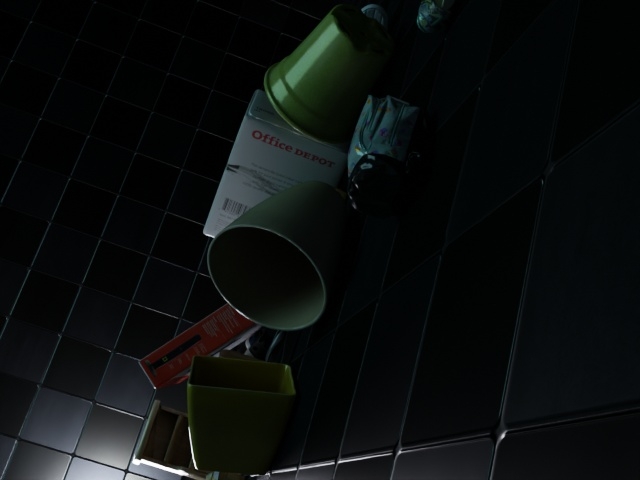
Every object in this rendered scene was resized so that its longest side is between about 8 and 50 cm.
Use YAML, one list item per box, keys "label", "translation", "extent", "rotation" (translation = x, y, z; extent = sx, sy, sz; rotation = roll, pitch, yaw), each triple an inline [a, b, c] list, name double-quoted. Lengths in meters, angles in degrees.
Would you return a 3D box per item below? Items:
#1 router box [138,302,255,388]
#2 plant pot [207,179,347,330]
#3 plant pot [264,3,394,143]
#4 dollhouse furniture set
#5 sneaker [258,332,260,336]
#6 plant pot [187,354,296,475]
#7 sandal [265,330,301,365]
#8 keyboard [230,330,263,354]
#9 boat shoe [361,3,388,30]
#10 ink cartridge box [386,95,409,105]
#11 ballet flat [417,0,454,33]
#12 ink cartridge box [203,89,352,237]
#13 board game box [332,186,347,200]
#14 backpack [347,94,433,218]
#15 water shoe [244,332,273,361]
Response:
- label: "router box"
  translation: [-0.295, 0.264, 2.072]
  extent: [0.301, 0.082, 0.335]
  rotation: [-33, -6, -4]
- label: "plant pot"
  translation: [-0.053, -0.002, 1.626]
  extent: [0.274, 0.256, 0.256]
  rotation: [-56, -5, -46]
- label: "plant pot"
  translation: [0.040, -0.422, 1.941]
  extent: [0.254, 0.276, 0.276]
  rotation: [-49, 20, 40]
- label: "dollhouse furniture set"
  translation: [-0.321, 0.497, 2.054]
  extent: [0.394, 0.256, 0.362]
  rotation: [124, 163, -61]
- label: "sneaker"
  translation: [-0.203, 0.360, 2.341]
  extent: [0.089, 0.051, 0.170]
  rotation: [-136, 70, -82]
- label: "plant pot"
  translation: [-0.172, 0.364, 1.636]
  extent: [0.212, 0.212, 0.187]
  rotation: [-130, 47, -81]
- label: "sandal"
  translation: [-0.084, 0.222, 1.839]
  extent: [0.097, 0.054, 0.255]
  rotation: [-124, 54, -80]
- label: "keyboard"
  translation: [-0.250, 0.401, 2.379]
  extent: [0.201, 0.033, 0.317]
  rotation: [43, -118, -65]
- label: "boat shoe"
  translation: [0.104, -0.513, 2.164]
  extent: [0.094, 0.109, 0.302]
  rotation: [-77, 7, -49]
- label: "ink cartridge box"
  translation: [0.131, -0.223, 1.486]
  extent: [0.028, 0.048, 0.083]
  rotation: [-89, 20, -66]
- label: "ballet flat"
  translation: [0.222, -0.448, 1.423]
  extent: [0.070, 0.070, 0.188]
  rotation: [123, 163, -58]
- label: "ink cartridge box"
  translation: [-0.113, -0.161, 2.122]
  extent: [0.166, 0.285, 0.395]
  rotation: [-81, 14, -55]
- label: "board game box"
  translation: [0.000, 0.000, 1.898]
  extent: [0.124, 0.039, 0.260]
  rotation: [-124, 51, -81]
- label: "backpack"
  translation: [0.104, -0.145, 1.253]
  extent: [0.152, 0.115, 0.182]
  rotation: [118, 172, -57]
- label: "water shoe"
  translation: [-0.160, 0.295, 2.205]
  extent: [0.080, 0.073, 0.203]
  rotation: [-41, 9, 5]
